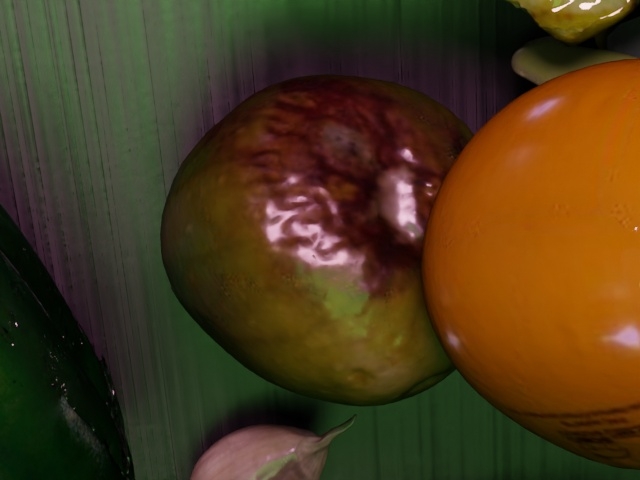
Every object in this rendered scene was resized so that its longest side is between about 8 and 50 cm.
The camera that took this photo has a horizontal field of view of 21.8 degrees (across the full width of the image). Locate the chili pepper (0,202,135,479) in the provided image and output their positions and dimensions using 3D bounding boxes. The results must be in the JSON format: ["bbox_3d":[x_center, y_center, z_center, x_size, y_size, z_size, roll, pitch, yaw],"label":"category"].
[{"bbox_3d":[-0.233,0.101,0.944,0.248,0.233,0.256,-16,128,24],"label":"chili pepper"}]

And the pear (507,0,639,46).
[{"bbox_3d":[0.076,-0.231,0.752,0.255,0.164,0.238,13,126,-36],"label":"pear"}]

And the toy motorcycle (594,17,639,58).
[{"bbox_3d":[0.246,-0.004,0.939,0.326,0.191,0.200,43,118,-3],"label":"toy motorcycle"}]

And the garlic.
[{"bbox_3d":[-0.045,0.158,1.072,0.084,0.066,0.152,-2,127,-33],"label":"garlic"}]

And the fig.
[{"bbox_3d":[0.000,0.000,0.918,0.191,0.181,0.181,-1,128,42],"label":"fig"}]

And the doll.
[{"bbox_3d":[0.158,-0.015,0.798,0.213,0.236,0.213,12,155,6],"label":"doll"}]
